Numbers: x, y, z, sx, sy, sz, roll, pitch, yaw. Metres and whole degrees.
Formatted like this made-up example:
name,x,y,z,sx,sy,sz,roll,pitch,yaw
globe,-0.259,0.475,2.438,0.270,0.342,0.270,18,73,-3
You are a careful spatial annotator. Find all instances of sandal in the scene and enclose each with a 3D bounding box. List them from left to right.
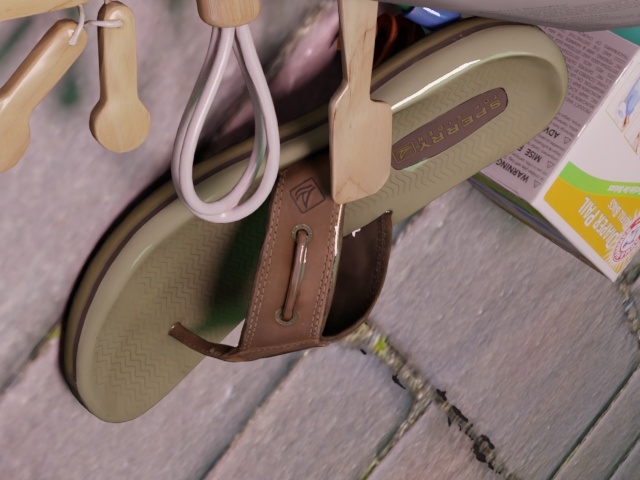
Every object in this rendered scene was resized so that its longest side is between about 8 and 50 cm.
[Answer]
name,x,y,z,sx,sy,sz,roll,pitch,yaw
sandal,0.001,-0.001,0.573,0.303,0.086,0.120,-34,149,4

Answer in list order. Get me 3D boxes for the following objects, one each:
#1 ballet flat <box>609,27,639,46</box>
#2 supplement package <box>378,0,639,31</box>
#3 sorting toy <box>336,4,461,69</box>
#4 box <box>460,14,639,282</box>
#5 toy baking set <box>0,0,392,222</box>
name,x,y,z,sx,sy,sz,roll,pitch,yaw
ballet flat,0.176,-0.166,0.708,0.221,0.077,0.079,28,78,-59
supplement package,0.126,-0.188,0.403,0.263,0.199,0.198,-8,96,-55
sorting toy,0.041,-0.122,0.589,0.042,0.061,0.102,25,94,-24
box,0.148,-0.064,0.722,0.103,0.114,0.203,-55,150,3
toy baking set,-0.050,-0.106,0.447,0.256,0.030,0.196,13,107,-40
